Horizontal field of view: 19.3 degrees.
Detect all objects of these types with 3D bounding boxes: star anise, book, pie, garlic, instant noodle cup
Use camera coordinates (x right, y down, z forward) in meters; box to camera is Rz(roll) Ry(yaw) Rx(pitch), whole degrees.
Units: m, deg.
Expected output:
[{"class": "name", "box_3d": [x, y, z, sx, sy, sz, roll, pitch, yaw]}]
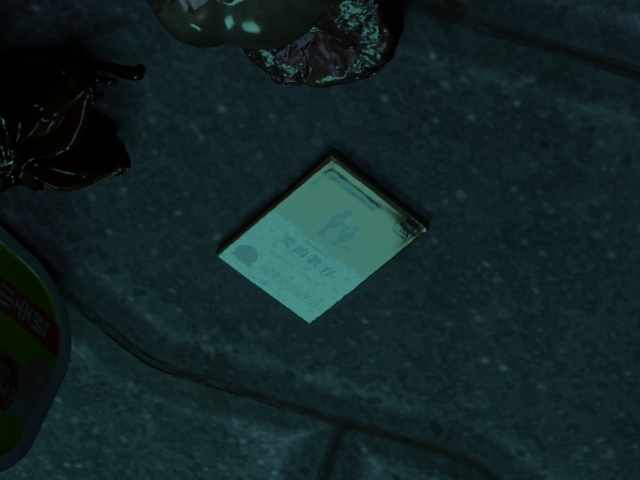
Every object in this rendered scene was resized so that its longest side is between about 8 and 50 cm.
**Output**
[{"class": "star anise", "box_3d": [-0.278, -0.096, 1.642, 0.220, 0.126, 0.190, -2, 134, -23]}, {"class": "book", "box_3d": [0.000, 0.000, 1.725, 0.118, 0.012, 0.172, 37, 127, -18]}, {"class": "pie", "box_3d": [-0.006, -0.183, 1.559, 0.153, 0.038, 0.154, 7, 131, 8]}, {"class": "garlic", "box_3d": [-0.054, -0.258, 1.432, 0.227, 0.152, 0.228, 0, 115, 1]}, {"class": "instant noodle cup", "box_3d": [-0.441, 0.126, 1.779, 0.308, 0.294, 0.294, -26, 119, 38]}]
